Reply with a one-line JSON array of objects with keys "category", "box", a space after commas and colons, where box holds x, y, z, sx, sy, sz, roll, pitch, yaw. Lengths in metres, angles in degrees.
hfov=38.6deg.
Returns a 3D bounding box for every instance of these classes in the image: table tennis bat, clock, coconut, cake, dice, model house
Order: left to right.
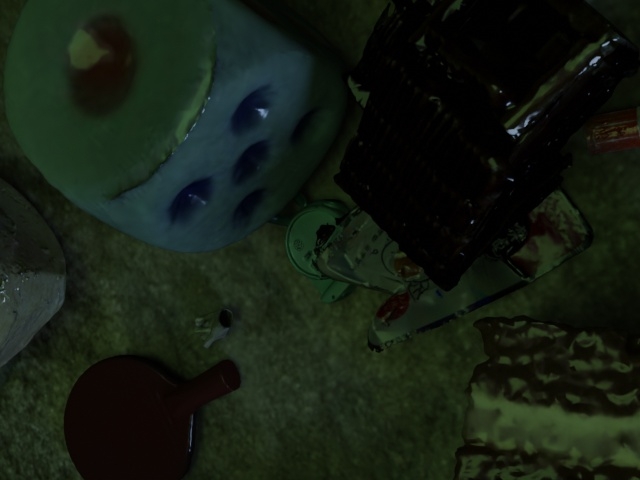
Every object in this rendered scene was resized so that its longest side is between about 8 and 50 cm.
[{"category": "coconut", "box": [-0.506, 0.050, 1.194, 0.254, 0.297, 0.297, -43, 77, 12]}, {"category": "table tennis bat", "box": [-0.231, 0.238, 1.215, 0.310, 0.038, 0.200, -30, 83, 27]}, {"category": "dice", "box": [-0.151, -0.164, 0.984, 0.268, 0.262, 0.265, 43, 107, 23]}, {"category": "clock", "box": [0.000, 0.000, 1.068, 0.135, 0.041, 0.101, 43, 112, 16]}, {"category": "model house", "box": [0.105, -0.142, 0.840, 0.282, 0.297, 0.317, -50, 62, 22]}, {"category": "cake", "box": [0.257, 0.230, 0.815, 0.282, 0.256, 0.290, 4, 73, 22]}]

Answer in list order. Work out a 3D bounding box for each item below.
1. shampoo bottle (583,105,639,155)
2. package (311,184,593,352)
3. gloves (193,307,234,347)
[{"category": "shampoo bottle", "box": [0.365, -0.119, 0.867, 0.220, 0.051, 0.108, -8, 96, 27]}, {"category": "package", "box": [0.131, -0.003, 0.988, 0.269, 0.071, 0.194, -36, 90, 4]}, {"category": "gloves", "box": [-0.131, 0.109, 1.148, 0.081, 0.037, 0.044, -18, 51, 42]}]
